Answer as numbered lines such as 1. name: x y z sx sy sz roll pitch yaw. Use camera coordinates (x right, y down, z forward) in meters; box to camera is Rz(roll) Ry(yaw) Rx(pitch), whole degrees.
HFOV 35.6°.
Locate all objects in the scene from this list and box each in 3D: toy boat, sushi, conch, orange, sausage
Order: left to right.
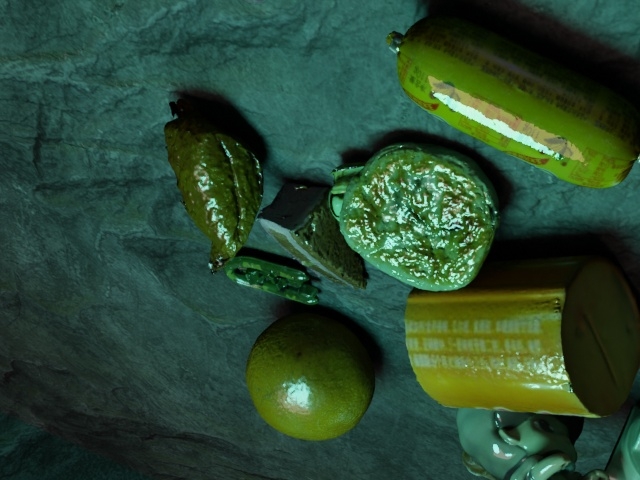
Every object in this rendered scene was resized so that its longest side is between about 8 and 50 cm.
1. sushi: -0.162 -0.096 1.626 0.140 0.149 0.287 9 125 50
2. toy boat: -0.095 0.072 1.916 0.210 0.052 0.104 14 149 26
3. orange: -0.017 0.271 1.971 0.264 0.264 0.264 23 149 14
4. conch: 0.077 -0.084 1.514 0.170 0.079 0.106 -19 130 35
5. sausage: 0.233 -0.166 1.188 0.347 0.123 0.123 27 150 6
6. sausage: 0.299 0.141 1.491 0.287 0.233 0.233 -4 136 46

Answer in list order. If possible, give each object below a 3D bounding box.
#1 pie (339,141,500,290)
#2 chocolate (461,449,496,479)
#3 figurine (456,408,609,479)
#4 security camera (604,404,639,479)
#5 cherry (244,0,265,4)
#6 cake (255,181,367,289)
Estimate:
1. pie: 0.145 -0.031 1.444 0.240 0.054 0.241 7 112 19
2. chocolate: 0.368 0.425 1.993 0.148 0.093 0.214 28 150 7
3. figurine: 0.348 0.358 1.645 0.248 0.381 0.203 31 122 -30
4. security camera: 0.575 0.308 1.552 0.191 0.197 0.277 26 142 18
5. cherry: -0.095 -0.356 1.238 0.106 0.087 0.126 19 167 7
6. cake: 0.000 0.000 1.711 0.116 0.113 0.295 19 161 29
